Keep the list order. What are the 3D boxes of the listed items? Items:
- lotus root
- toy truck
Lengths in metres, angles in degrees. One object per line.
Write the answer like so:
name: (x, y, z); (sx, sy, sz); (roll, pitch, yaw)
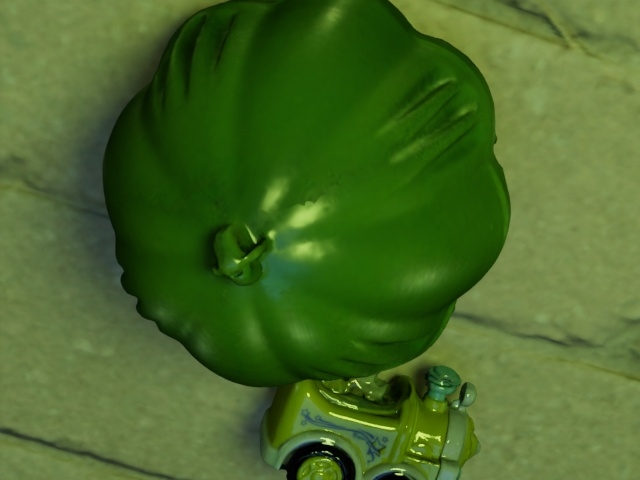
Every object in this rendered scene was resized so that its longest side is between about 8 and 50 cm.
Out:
lotus root: (-0.017, -0.009, 0.657); (0.186, 0.186, 0.186); (2, 127, 2)
toy truck: (0.029, 0.093, 0.832); (0.111, 0.076, 0.077); (15, 107, -9)
